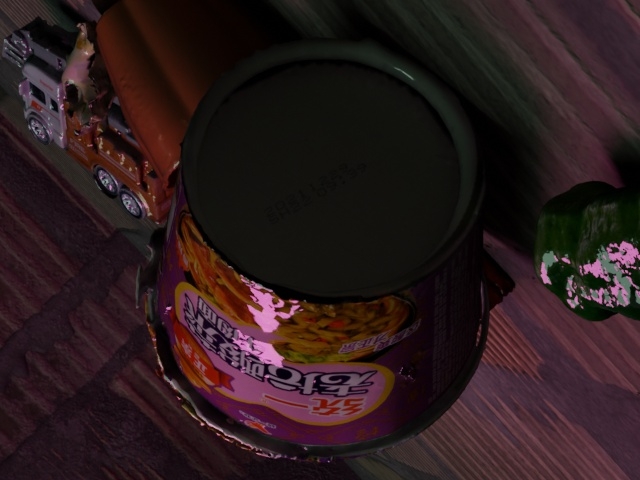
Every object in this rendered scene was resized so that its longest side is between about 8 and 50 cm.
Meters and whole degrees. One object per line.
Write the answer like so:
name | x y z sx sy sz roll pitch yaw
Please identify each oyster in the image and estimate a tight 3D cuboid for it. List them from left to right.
oyster | -0.267 -0.196 1.736 0.071 0.133 0.209 2 -170 -18

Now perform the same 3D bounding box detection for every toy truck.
toy truck | -0.300 -0.188 2.013 0.338 0.133 0.184 36 148 24

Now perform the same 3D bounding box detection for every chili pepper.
chili pepper | 0.239 0.012 1.003 0.136 0.099 0.270 40 166 -25

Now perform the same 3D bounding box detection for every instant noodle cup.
instant noodle cup | 0.000 0.000 1.266 0.340 0.340 0.266 41 159 15

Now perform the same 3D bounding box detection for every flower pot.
flower pot | -0.124 -0.171 1.432 0.173 0.190 0.190 56 169 6

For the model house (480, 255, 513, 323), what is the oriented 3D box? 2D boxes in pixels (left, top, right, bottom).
model house | 0.039 0.081 1.519 0.160 0.254 0.196 50 166 -14

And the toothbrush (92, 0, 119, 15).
toothbrush | -0.259 -0.300 1.709 0.041 0.041 0.364 39 168 22
